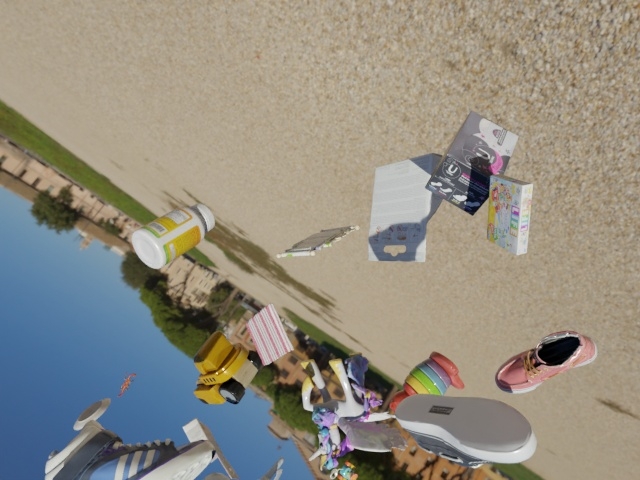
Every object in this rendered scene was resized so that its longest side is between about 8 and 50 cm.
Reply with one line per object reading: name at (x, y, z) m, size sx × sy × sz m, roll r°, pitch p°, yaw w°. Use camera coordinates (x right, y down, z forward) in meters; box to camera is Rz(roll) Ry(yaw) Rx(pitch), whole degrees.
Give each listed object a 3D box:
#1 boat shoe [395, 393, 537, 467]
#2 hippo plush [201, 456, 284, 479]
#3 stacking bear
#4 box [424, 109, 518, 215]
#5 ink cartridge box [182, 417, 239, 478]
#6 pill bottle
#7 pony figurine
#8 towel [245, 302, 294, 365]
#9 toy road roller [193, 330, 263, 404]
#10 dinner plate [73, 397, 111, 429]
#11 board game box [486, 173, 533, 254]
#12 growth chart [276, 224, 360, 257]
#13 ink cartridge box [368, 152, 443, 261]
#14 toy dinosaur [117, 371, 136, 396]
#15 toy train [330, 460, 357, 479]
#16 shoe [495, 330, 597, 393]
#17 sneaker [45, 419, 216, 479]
boat shoe at (0.259, 0.355, 0.790) m, size 0.102 × 0.108 × 0.301 m, roll 58°, pitch 147°, yaw -7°
hippo plush at (-0.267, 0.799, 1.304) m, size 0.236 × 0.294 × 0.234 m, roll 16°, pitch 171°, yaw 1°
stacking bear at (0.403, 0.595, 1.750) m, size 0.164 × 0.289 × 0.175 m, roll 35°, pitch 158°, yaw 53°
box at (0.430, -0.222, 1.233) m, size 0.163 × 0.247 × 0.142 m, roll 31°, pitch 144°, yaw 6°
ink cartridge box at (-0.432, 0.853, 1.749) m, size 0.261 × 0.066 × 0.296 m, roll 50°, pitch 159°, yaw 21°
pill bottle at (-0.463, -0.026, 1.413) m, size 0.136 × 0.246 × 0.136 m, roll 19°, pitch 128°, yaw 26°
pony figurine at (0.103, 0.580, 1.496) m, size 0.351 × 0.363 × 0.303 m, roll -11°, pitch 173°, yaw 9°
towel at (-0.147, 0.272, 1.263) m, size 0.197 × 0.029 × 0.144 m, roll -42°, pitch 71°, yaw 50°
toy road roller at (-0.405, 0.497, 1.749) m, size 0.329 × 0.202 × 0.240 m, roll -25°, pitch 110°, yaw 44°
dinner plate at (-0.810, 0.609, 1.552) m, size 0.141 × 0.141 × 0.017 m, roll 13°, pitch 135°, yaw 62°
board game box at (0.409, -0.058, 0.955) m, size 0.103 × 0.026 × 0.154 m, roll -132°, pitch 34°, yaw -64°
growth chart at (0.000, 0.000, 1.345) m, size 0.172 × 0.237 × 0.021 m, roll -2°, pitch 110°, yaw 44°
ink cartridge box at (0.319, -0.109, 1.645) m, size 0.091 × 0.385 × 0.308 m, roll 8°, pitch 174°, yaw -33°
toy dinosaur at (-0.784, 0.583, 1.793) m, size 0.047 × 0.082 × 0.090 m, roll 25°, pitch -151°, yaw -22°
toy train at (0.076, 0.798, 1.408) m, size 0.125 × 0.166 × 0.046 m, roll -16°, pitch -157°, yaw -42°
shoe at (0.363, 0.202, 0.735) m, size 0.081 × 0.178 × 0.063 m, roll 26°, pitch -141°, yaw -41°
sneaker at (-0.428, 0.470, 0.978) m, size 0.236 × 0.323 × 0.130 m, roll 46°, pitch 140°, yaw 30°
